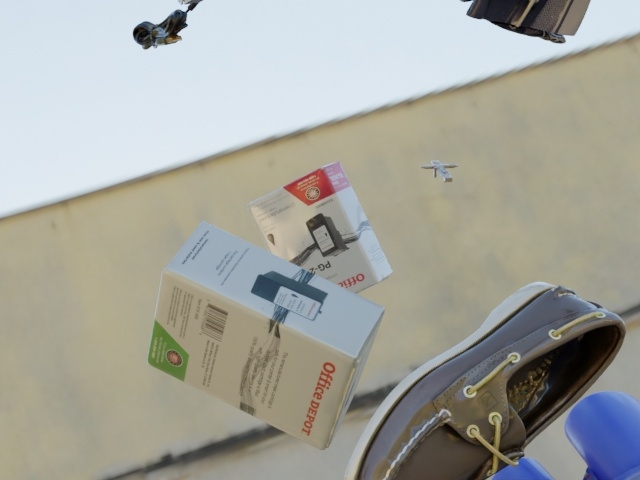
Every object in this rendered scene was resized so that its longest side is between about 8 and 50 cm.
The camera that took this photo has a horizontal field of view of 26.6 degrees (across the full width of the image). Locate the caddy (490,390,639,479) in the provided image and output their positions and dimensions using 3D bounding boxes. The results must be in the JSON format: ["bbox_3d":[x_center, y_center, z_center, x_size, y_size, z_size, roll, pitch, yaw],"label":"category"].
[{"bbox_3d":[0.336,0.327,1.484,0.241,0.179,0.341,-41,-45,1],"label":"caddy"}]

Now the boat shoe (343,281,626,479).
[{"bbox_3d":[0.155,0.157,1.247,0.324,0.096,0.117,-38,-55,-29],"label":"boat shoe"}]

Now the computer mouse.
[{"bbox_3d":[-0.139,-0.300,1.533,0.042,0.193,0.106,40,-15,-22],"label":"computer mouse"}]

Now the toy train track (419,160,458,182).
[{"bbox_3d":[0.153,-0.084,1.705,0.048,0.083,0.014,-3,-72,-7],"label":"toy train track"}]

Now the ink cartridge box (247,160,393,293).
[{"bbox_3d":[0.000,0.000,1.575,0.109,0.150,0.063,-26,0,21],"label":"ink cartridge box"}]

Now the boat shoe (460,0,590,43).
[{"bbox_3d":[0.287,-0.408,1.695,0.158,0.127,0.341,6,-56,-16],"label":"boat shoe"}]

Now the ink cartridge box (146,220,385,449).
[{"bbox_3d":[-0.056,0.096,1.343,0.087,0.208,0.153,-56,-11,-44],"label":"ink cartridge box"}]
